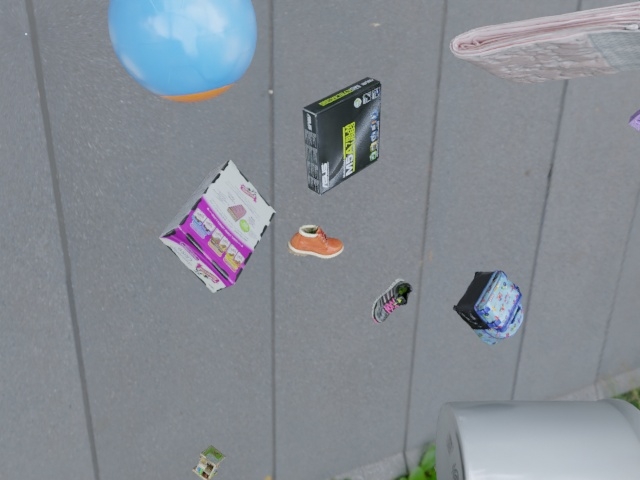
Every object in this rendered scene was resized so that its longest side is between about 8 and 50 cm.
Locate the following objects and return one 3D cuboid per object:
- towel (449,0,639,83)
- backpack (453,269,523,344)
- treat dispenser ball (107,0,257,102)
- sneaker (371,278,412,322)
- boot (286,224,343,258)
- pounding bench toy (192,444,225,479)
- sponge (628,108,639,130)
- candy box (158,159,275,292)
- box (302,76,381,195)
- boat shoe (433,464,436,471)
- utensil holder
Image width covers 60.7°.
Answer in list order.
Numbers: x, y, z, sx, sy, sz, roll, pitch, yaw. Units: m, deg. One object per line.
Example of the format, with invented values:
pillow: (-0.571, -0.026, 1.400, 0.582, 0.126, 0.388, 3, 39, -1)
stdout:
towel: (0.439, -0.330, 0.961, 0.332, 0.317, 0.053, -6, 99, -53)
backpack: (0.453, 0.181, 1.406, 0.173, 0.117, 0.158, 49, 63, -15)
treat dispenser ball: (-0.272, -0.425, 1.094, 0.288, 0.288, 0.288, -10, 113, -25)
sneaker: (0.228, 0.189, 1.711, 0.170, 0.075, 0.063, -48, 111, -19)
boot: (0.000, 0.000, 1.413, 0.158, 0.059, 0.084, 3, 134, -30)
pounding bench toy: (-0.299, 0.587, 1.415, 0.065, 0.052, 0.083, -63, 163, 13)
sponge: (0.800, -0.295, 1.192, 0.117, 0.210, 0.031, 33, 62, 2)
candy box: (-0.201, -0.033, 1.112, 0.159, 0.071, 0.233, 51, 39, -23)
box: (0.047, -0.212, 1.113, 0.184, 0.045, 0.190, -35, 140, -32)
boat shoe: (0.381, 0.683, 1.531, 0.048, 0.153, 0.056, -44, 129, -4)
utensil holder: (0.468, 0.506, 1.171, 0.386, 0.327, 0.327, 0, 111, 0)
